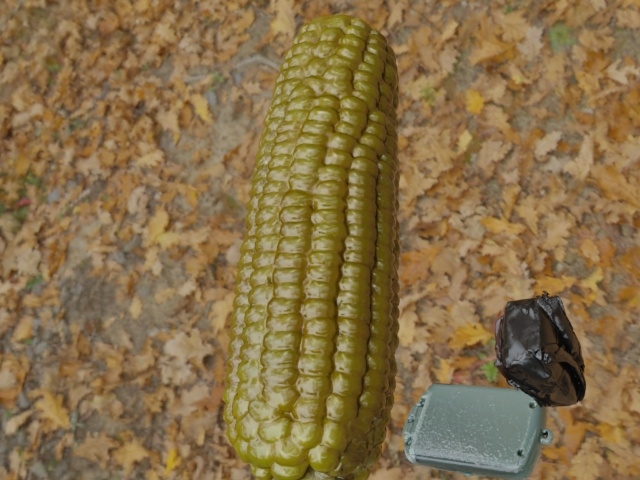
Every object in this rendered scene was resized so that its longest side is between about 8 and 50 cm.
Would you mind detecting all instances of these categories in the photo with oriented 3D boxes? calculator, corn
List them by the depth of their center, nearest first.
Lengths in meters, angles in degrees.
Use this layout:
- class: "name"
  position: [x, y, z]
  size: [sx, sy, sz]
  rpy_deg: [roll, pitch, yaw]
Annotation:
- class: "corn"
  position: [0.000, 0.000, 0.544]
  size: [0.120, 0.120, 0.364]
  rpy_deg: [-15, 59, 36]
- class: "calculator"
  position: [0.234, 0.285, 1.153]
  size: [0.246, 0.045, 0.141]
  rpy_deg: [-6, 48, 39]

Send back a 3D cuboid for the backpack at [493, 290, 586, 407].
- class: "backpack"
  position: [0.302, 0.163, 1.049]
  size: [0.105, 0.165, 0.120]
  rpy_deg: [-11, 42, 28]
